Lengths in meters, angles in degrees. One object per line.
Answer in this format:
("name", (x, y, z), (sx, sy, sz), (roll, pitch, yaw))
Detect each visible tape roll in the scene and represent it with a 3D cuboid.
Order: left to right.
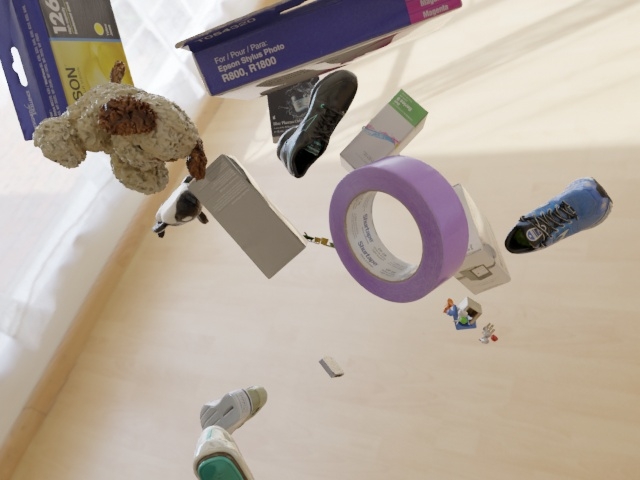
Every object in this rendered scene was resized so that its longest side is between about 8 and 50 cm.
("tape roll", (0.145, -0.021, 1.219), (0.274, 0.275, 0.090), (17, 32, 41))

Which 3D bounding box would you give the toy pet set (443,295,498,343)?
("toy pet set", (0.297, 0.170, 1.315), (0.065, 0.122, 0.114), (-55, 8, 27))

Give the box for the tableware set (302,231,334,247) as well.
("tableware set", (0.000, 0.000, 1.793), (0.154, 0.104, 0.024), (-172, 98, -74))

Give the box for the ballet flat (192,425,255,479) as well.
("ballet flat", (-0.182, 0.569, 1.408), (0.139, 0.400, 0.139), (-12, 29, 7))

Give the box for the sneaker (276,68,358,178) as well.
("sneaker", (0.004, -0.249, 1.386), (0.267, 0.101, 0.106), (-52, 36, 28))

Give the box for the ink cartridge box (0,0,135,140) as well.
("ink cartridge box", (-0.541, -0.386, 1.365), (0.072, 0.304, 0.307), (-7, 13, 25))

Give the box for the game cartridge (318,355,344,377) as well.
("game cartridge", (0.024, 0.293, 1.462), (0.017, 0.083, 0.056), (-40, 70, 9))

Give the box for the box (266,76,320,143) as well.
("box", (-0.070, -0.368, 1.784), (0.156, 0.093, 0.158), (-7, 86, -2))

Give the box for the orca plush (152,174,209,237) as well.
("orca plush", (-0.313, -0.050, 1.447), (0.287, 0.102, 0.151), (-31, 30, 54))

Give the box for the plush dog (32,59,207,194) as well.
("plush dog", (-0.302, -0.190, 1.057), (0.225, 0.262, 0.211), (16, 87, 34))

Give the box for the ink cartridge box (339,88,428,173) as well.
("ink cartridge box", (0.148, -0.238, 1.499), (0.093, 0.154, 0.212), (42, 91, 5))

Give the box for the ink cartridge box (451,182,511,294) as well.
("ink cartridge box", (0.386, 0.002, 1.654), (0.114, 0.273, 0.198), (-24, 59, 21))

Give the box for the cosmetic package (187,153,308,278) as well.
("cosmetic package", (-0.135, -0.048, 1.218), (0.107, 0.238, 0.127), (-43, 5, 4))

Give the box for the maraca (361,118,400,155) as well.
("maraca", (0.178, -0.278, 1.919), (0.127, 0.186, 0.099), (0, 11, 2))

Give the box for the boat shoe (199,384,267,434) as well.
("boat shoe", (-0.226, 0.448, 1.620), (0.302, 0.094, 0.109), (-41, 64, 52))

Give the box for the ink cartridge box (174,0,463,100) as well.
("ink cartridge box", (0.013, -0.265, 0.820), (0.324, 0.071, 0.330), (-18, 11, 9))

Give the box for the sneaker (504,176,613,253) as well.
("sneaker", (0.593, -0.041, 1.599), (0.147, 0.330, 0.130), (-30, 79, -32))
